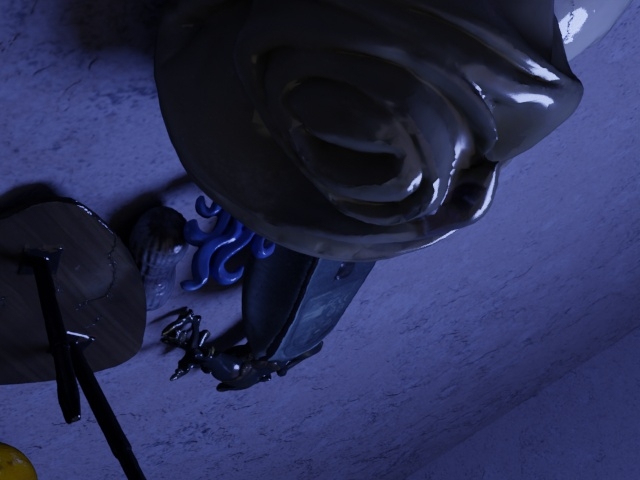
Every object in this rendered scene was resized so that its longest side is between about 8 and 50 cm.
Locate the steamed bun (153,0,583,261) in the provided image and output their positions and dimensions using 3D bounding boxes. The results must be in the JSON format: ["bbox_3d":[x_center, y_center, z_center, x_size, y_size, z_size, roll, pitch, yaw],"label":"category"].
[{"bbox_3d":[0.046,-0.130,0.907,0.342,0.255,0.367,32,123,-25],"label":"steamed bun"}]

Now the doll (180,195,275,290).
[{"bbox_3d":[-0.093,-0.023,1.207,0.206,0.110,0.067,-60,-166,-24],"label":"doll"}]

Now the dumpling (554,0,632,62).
[{"bbox_3d":[0.254,-0.284,1.071,0.260,0.181,0.341,-31,135,-22],"label":"dumpling"}]

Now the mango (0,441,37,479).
[{"bbox_3d":[-0.486,0.363,1.508,0.176,0.119,0.317,-24,163,-22],"label":"mango"}]

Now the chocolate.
[{"bbox_3d":[-0.196,0.025,1.248,0.072,0.072,0.167,-13,147,-35],"label":"chocolate"}]

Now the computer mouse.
[{"bbox_3d":[-0.003,-0.002,1.354,0.203,0.114,0.374,-17,144,-50],"label":"computer mouse"}]

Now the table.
[{"bbox_3d":[-0.312,0.171,1.108,0.317,0.249,0.317,-14,142,-11],"label":"table"}]

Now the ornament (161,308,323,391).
[{"bbox_3d":[-0.118,0.147,1.528,0.202,0.080,0.236,-28,153,15],"label":"ornament"}]
